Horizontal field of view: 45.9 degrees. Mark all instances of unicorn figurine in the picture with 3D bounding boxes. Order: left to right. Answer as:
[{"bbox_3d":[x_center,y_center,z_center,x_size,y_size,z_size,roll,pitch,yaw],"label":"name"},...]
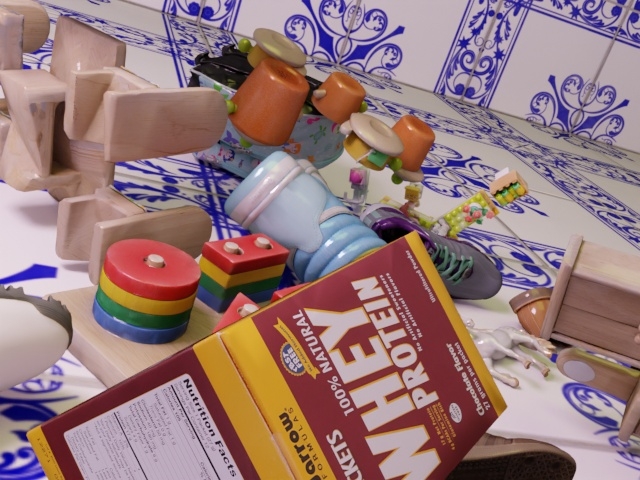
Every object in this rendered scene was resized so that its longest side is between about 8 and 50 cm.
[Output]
[{"bbox_3d":[0.214,0.125,0.917,0.111,0.060,0.162,37,11,38],"label":"unicorn figurine"}]

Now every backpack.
[{"bbox_3d":[-0.079,-0.198,1.246,0.253,0.191,0.225,17,25,15],"label":"backpack"}]

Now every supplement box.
[{"bbox_3d":[-0.028,0.109,0.463,0.191,0.194,0.129,-25,86,-52],"label":"supplement box"}]

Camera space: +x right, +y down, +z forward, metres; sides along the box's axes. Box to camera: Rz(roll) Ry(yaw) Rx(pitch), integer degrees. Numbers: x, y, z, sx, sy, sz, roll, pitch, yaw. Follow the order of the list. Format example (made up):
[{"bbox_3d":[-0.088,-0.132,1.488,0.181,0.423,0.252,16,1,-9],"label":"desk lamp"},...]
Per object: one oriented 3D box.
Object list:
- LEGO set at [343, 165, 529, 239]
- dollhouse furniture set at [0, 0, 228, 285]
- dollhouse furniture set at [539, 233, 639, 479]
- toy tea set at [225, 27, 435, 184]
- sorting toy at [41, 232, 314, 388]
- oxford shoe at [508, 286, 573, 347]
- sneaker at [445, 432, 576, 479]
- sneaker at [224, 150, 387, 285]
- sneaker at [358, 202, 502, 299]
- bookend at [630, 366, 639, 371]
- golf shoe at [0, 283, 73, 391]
[{"bbox_3d":[0.169,-0.040,1.163,0.287,0.132,0.107,4,20,24],"label":"LEGO set"},{"bbox_3d":[-0.231,-0.217,0.859,0.362,0.394,0.256,30,30,33],"label":"dollhouse furniture set"},{"bbox_3d":[0.240,0.183,0.640,0.173,0.303,0.355,19,50,20],"label":"dollhouse furniture set"},{"bbox_3d":[0.009,-0.158,1.082,0.336,0.124,0.200,29,30,-12],"label":"toy tea set"},{"bbox_3d":[-0.080,0.078,0.715,0.257,0.089,0.255,33,25,29],"label":"sorting toy"},{"bbox_3d":[0.346,0.116,1.054,0.212,0.076,0.076,5,56,-39],"label":"oxford shoe"},{"bbox_3d":[0.140,0.188,0.673,0.188,0.066,0.071,11,22,-24],"label":"sneaker"},{"bbox_3d":[0.000,0.000,0.968,0.208,0.127,0.319,44,8,3],"label":"sneaker"},{"bbox_3d":[0.151,0.030,1.005,0.223,0.083,0.098,25,9,-11],"label":"sneaker"},{"bbox_3d":[0.468,0.203,0.914,0.157,0.072,0.156,24,21,9],"label":"bookend"},{"bbox_3d":[-0.279,0.109,0.486,0.273,0.105,0.120,-12,53,-44],"label":"golf shoe"}]
